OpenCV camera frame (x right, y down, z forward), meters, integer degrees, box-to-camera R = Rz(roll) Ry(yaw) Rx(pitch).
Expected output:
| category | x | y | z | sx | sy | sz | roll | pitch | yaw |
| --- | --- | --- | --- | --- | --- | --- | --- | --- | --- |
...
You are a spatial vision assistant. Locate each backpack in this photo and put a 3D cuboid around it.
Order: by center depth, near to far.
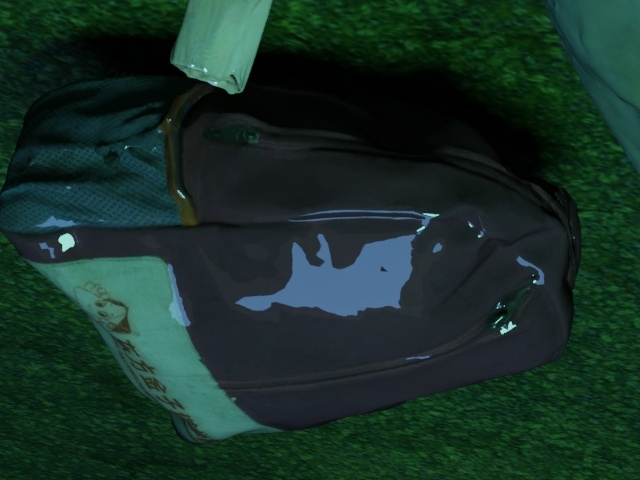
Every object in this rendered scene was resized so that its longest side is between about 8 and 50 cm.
| category | x | y | z | sx | sy | sz | roll | pitch | yaw |
| --- | --- | --- | --- | --- | --- | --- | --- | --- | --- |
| backpack | 0.000 | 0.000 | 1.048 | 0.317 | 0.197 | 0.283 | -6 | 148 | 23 |

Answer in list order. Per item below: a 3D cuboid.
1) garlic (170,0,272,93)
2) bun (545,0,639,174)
| category | x | y | z | sx | sy | sz | roll | pitch | yaw |
| --- | --- | --- | --- | --- | --- | --- | --- | --- | --- |
| garlic | -0.025 | -0.167 | 0.704 | 0.218 | 0.212 | 0.218 | 8 | 160 | 3 |
| bun | 0.258 | -0.094 | 0.751 | 0.354 | 0.194 | 0.354 | 7 | 153 | 4 |
